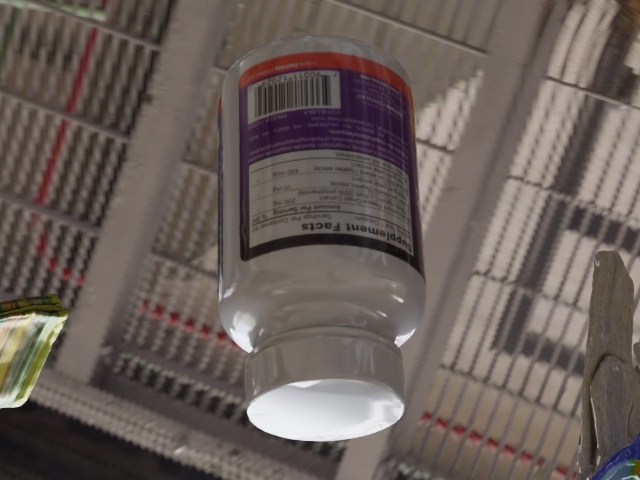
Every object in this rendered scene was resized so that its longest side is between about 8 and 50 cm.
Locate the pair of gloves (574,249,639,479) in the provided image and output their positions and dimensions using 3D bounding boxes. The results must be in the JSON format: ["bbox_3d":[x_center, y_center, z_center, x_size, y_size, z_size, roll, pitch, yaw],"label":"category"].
[{"bbox_3d":[0.231,0.141,1.244,0.042,0.240,0.204,-3,-121,24],"label":"pair of gloves"}]

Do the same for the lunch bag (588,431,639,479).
[{"bbox_3d":[0.235,0.197,1.006,0.293,0.221,0.138,-41,-67,1],"label":"lunch bag"}]

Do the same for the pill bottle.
[{"bbox_3d":[0.000,0.000,0.901,0.108,0.108,0.193,-10,-120,15],"label":"pill bottle"}]

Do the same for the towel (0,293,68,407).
[{"bbox_3d":[-0.279,0.094,1.149,0.021,0.237,0.102,45,-54,30],"label":"towel"}]
